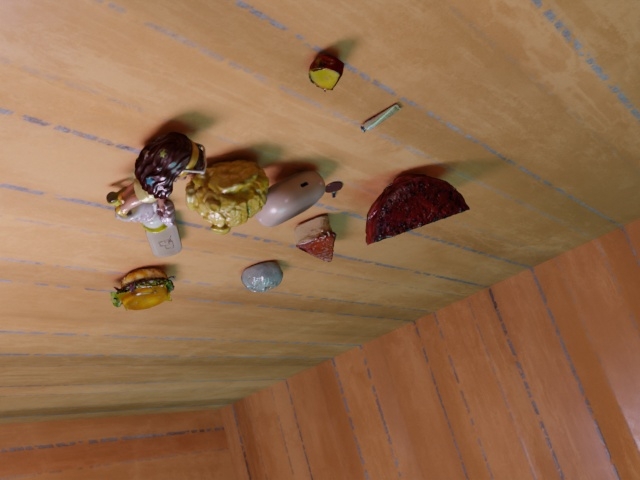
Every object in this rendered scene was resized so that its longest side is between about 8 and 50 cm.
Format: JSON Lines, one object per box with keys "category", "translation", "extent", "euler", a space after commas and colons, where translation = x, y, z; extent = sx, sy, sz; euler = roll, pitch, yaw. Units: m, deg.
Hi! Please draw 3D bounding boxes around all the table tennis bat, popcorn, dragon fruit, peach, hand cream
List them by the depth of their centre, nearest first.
{"category": "peach", "translation": [0.017, -0.329, 1.404], "extent": [0.077, 0.050, 0.083], "euler": [-1, 158, 29]}
{"category": "popcorn", "translation": [-0.211, -0.105, 1.643], "extent": [0.194, 0.164, 0.140], "euler": [-6, 148, -13]}
{"category": "hand cream", "translation": [0.139, -0.282, 1.663], "extent": [0.102, 0.022, 0.035], "euler": [-31, 155, 19]}
{"category": "table tennis bat", "translation": [0.036, -0.138, 1.960], "extent": [0.050, 0.007, 0.083], "euler": [-16, 157, -5]}
{"category": "dragon fruit", "translation": [0.229, -0.101, 2.044], "extent": [0.316, 0.152, 0.205], "euler": [-20, -179, -17]}

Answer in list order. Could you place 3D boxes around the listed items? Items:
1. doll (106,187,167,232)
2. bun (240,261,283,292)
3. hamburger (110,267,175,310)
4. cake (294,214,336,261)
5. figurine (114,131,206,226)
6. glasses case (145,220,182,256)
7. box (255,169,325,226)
{"category": "doll", "translation": [-0.415, -0.070, 1.685], "extent": [0.129, 0.081, 0.207], "euler": [-15, 162, 15]}
{"category": "bun", "translation": [-0.187, 0.127, 2.349], "extent": [0.140, 0.083, 0.141], "euler": [-15, 162, -5]}
{"category": "hamburger", "translation": [-0.520, 0.140, 2.111], "extent": [0.189, 0.093, 0.164], "euler": [-11, 156, -19]}
{"category": "cake", "translation": [0.016, -0.008, 2.161], "extent": [0.116, 0.086, 0.220], "euler": [-23, 157, 21]}
{"category": "figurine", "translation": [-0.339, -0.130, 1.507], "extent": [0.115, 0.175, 0.240], "euler": [20, 135, -33]}
{"category": "glasses case", "translation": [-0.408, -0.013, 1.873], "extent": [0.083, 0.050, 0.196], "euler": [-16, 159, -9]}
{"category": "box", "translation": [-0.076, -0.105, 1.785], "extent": [0.200, 0.088, 0.146], "euler": [-28, 172, -42]}
